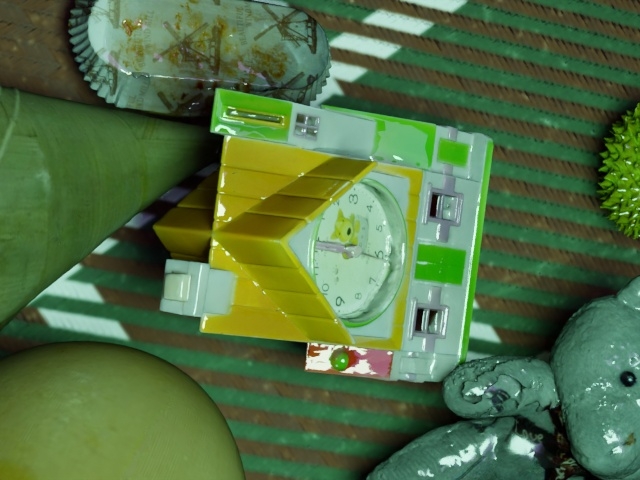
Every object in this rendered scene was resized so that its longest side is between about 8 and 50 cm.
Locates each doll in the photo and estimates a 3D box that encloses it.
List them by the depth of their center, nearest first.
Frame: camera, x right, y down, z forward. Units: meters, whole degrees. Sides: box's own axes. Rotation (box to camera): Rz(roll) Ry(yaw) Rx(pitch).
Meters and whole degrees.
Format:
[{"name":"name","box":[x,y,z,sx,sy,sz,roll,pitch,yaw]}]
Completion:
[{"name":"doll","box":[0.216,0.196,1.457,0.340,0.158,0.246,-31,113,-4]}]

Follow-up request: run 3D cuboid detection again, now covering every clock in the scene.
[{"name":"clock","box":[0.000,0.000,1.381,0.309,0.166,0.235,8,89,-47]}]

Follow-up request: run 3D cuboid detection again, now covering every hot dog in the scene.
[{"name":"hot dog","box":[-0.105,-0.174,1.462,0.252,0.069,0.131,4,81,-20]}]

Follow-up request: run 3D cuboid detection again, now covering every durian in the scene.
[{"name":"durian","box":[0.362,-0.079,1.553,0.198,0.159,0.146,-32,99,-15]}]

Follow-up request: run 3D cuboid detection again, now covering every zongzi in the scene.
[{"name":"zongzi","box":[-0.289,0.073,1.360,0.418,0.181,0.447,9,89,-22]}]

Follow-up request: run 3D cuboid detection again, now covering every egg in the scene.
[{"name":"egg","box":[-0.206,0.239,1.250,0.301,0.301,0.374,47,47,-12]}]
